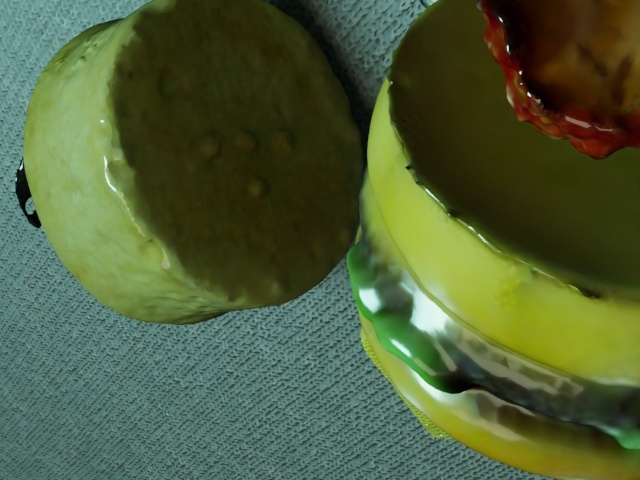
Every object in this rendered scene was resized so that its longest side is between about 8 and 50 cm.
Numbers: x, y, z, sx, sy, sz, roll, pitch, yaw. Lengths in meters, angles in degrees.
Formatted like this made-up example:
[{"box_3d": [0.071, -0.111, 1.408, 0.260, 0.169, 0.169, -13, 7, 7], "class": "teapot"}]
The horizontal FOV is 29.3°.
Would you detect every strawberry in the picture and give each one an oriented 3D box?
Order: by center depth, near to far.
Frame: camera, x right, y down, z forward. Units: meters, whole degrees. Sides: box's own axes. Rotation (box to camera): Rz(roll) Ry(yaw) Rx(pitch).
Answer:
[{"box_3d": [0.211, -0.198, 0.843, 0.265, 0.336, 0.149, 21, 160, 4], "class": "strawberry"}]

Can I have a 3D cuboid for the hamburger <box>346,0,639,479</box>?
[{"box_3d": [0.200, -0.009, 0.959, 0.396, 0.395, 0.277, 26, 142, 16], "class": "hamburger"}]

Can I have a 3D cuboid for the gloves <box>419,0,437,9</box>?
[{"box_3d": [0.146, -0.232, 1.049, 0.114, 0.070, 0.153, 36, 144, -5], "class": "gloves"}]

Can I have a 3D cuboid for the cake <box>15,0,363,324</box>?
[{"box_3d": [-0.165, -0.067, 1.232, 0.321, 0.332, 0.332, -15, 114, 49], "class": "cake"}]

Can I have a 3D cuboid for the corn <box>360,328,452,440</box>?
[{"box_3d": [0.113, 0.154, 1.388, 0.085, 0.063, 0.165, -21, 112, 34], "class": "corn"}]
